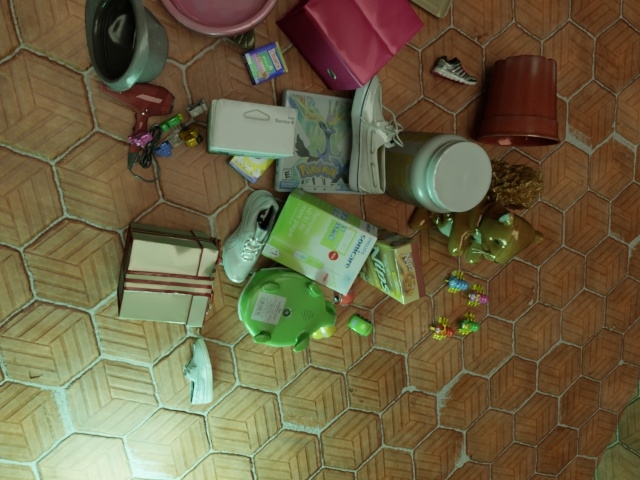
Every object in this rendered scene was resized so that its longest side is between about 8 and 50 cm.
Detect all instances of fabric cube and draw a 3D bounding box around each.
[{"bbox_3d":[0.076,-0.609,1.457,0.259,0.254,0.258,-46,116,-5],"label":"fabric cube"}]

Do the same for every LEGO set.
[{"bbox_3d":[-0.381,-0.281,1.377,0.227,0.093,0.087,-32,128,-10],"label":"LEGO set"}]

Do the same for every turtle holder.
[{"bbox_3d":[-0.100,0.187,1.604,0.321,0.227,0.243,-14,107,-19],"label":"turtle holder"}]

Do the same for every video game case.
[{"bbox_3d":[0.021,-0.296,1.612,0.329,0.036,0.299,-1,104,-30],"label":"video game case"}]

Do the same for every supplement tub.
[{"bbox_3d":[0.347,-0.218,1.625,0.241,0.331,0.240,-6,106,-21],"label":"supplement tub"}]

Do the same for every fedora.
[{"bbox_3d":[-0.474,-0.511,1.305,0.124,0.244,0.275,-7,77,-54],"label":"fedora"}]

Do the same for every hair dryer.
[{"bbox_3d":[-0.481,-0.318,1.400,0.224,0.080,0.293,-39,114,-8],"label":"hair dryer"}]

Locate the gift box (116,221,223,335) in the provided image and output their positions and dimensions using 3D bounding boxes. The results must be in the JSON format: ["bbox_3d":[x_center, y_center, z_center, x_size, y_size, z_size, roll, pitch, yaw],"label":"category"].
[{"bbox_3d":[-0.413,0.106,1.436,0.258,0.276,0.255,9,105,-25],"label":"gift box"}]

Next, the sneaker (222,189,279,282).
[{"bbox_3d":[-0.212,-0.008,1.563,0.111,0.129,0.297,17,98,-26],"label":"sneaker"}]

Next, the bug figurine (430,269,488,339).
[{"bbox_3d":[0.537,0.262,1.970,0.216,0.072,0.278,11,99,-24],"label":"bug figurine"}]

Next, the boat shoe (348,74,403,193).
[{"bbox_3d":[0.180,-0.310,1.552,0.136,0.157,0.366,-33,131,-58],"label":"boat shoe"}]

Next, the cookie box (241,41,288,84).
[{"bbox_3d":[-0.160,-0.514,1.502,0.107,0.040,0.091,-27,111,-15],"label":"cookie box"}]

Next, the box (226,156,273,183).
[{"bbox_3d":[-0.186,-0.271,1.555,0.105,0.043,0.179,39,85,-26],"label":"box"}]

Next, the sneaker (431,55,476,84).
[{"bbox_3d":[0.457,-0.569,1.728,0.171,0.063,0.074,12,105,-20],"label":"sneaker"}]

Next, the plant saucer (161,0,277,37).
[{"bbox_3d":[-0.261,-0.685,1.345,0.332,0.084,0.331,0,89,-4],"label":"plant saucer"}]

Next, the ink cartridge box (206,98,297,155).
[{"bbox_3d":[-0.192,-0.286,1.371,0.211,0.289,0.121,3,96,-14],"label":"ink cartridge box"}]

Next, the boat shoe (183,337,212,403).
[{"bbox_3d":[-0.388,0.418,1.627,0.081,0.079,0.227,-9,110,-25],"label":"boat shoe"}]

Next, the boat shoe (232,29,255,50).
[{"bbox_3d":[-0.239,-0.627,1.426,0.080,0.073,0.223,-23,92,0],"label":"boat shoe"}]

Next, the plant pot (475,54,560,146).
[{"bbox_3d":[0.677,-0.467,1.751,0.273,0.272,0.264,2,94,-23],"label":"plant pot"}]

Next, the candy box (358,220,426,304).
[{"bbox_3d":[0.204,0.061,1.646,0.088,0.316,0.182,-19,109,-18],"label":"candy box"}]

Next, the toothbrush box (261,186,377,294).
[{"bbox_3d":[0.000,0.000,1.547,0.283,0.122,0.206,27,108,-3],"label":"toothbrush box"}]

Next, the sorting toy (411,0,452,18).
[{"bbox_3d":[0.339,-0.834,1.631,0.208,0.038,0.192,20,95,-21],"label":"sorting toy"}]

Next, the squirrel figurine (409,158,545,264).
[{"bbox_3d":[0.569,-0.104,1.723,0.281,0.370,0.396,31,90,-26],"label":"squirrel figurine"}]

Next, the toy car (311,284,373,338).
[{"bbox_3d":[0.104,0.275,1.805,0.225,0.053,0.239,31,90,-26],"label":"toy car"}]
